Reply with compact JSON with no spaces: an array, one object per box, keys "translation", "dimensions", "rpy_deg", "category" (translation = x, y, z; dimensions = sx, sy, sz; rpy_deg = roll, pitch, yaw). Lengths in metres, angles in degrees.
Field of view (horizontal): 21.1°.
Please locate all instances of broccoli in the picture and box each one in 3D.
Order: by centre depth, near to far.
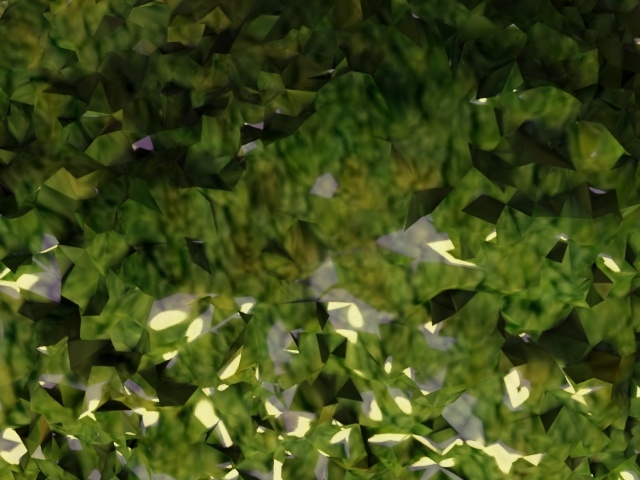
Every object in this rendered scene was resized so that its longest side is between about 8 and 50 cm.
[{"translation":[-0.005,-0.007,0.480],"dimensions":[0.413,0.310,0.321],"rpy_deg":[-33,125,-1],"category":"broccoli"}]
